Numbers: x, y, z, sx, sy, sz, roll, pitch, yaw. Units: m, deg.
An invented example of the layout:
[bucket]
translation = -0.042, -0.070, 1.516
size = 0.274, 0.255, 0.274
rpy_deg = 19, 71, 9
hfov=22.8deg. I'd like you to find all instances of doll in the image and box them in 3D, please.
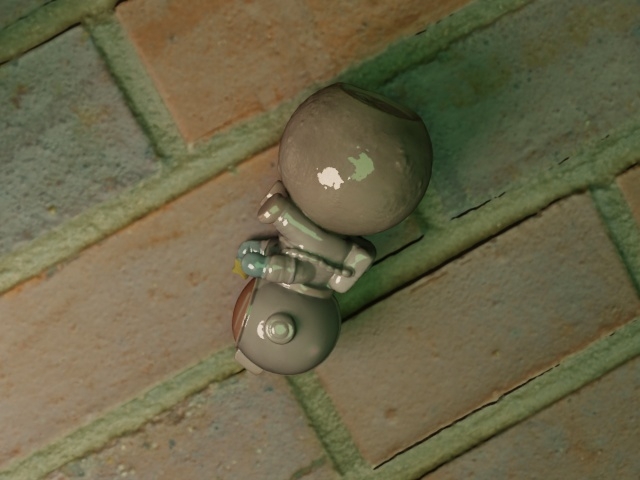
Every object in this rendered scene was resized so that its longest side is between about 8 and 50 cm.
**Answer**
[doll]
translation = 0.000, 0.000, 1.480
size = 0.151, 0.151, 0.287
rpy_deg = 20, 103, -15
